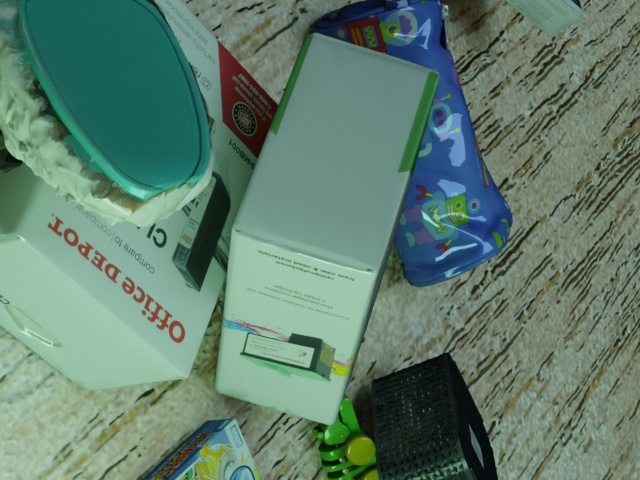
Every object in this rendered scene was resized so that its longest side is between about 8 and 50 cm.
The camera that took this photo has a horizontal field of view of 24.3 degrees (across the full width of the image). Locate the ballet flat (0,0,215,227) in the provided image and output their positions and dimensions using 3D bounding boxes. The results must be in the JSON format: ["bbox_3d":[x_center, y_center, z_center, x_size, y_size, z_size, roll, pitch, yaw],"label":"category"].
[{"bbox_3d":[-0.191,-0.150,1.034,0.147,0.147,0.408,12,44,-50],"label":"ballet flat"}]

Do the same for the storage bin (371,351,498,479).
[{"bbox_3d":[0.112,0.206,1.413,0.180,0.084,0.122,-92,158,-62],"label":"storage bin"}]

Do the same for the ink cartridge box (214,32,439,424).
[{"bbox_3d":[0.000,0.000,1.234,0.278,0.117,0.201,102,6,-58],"label":"ink cartridge box"}]

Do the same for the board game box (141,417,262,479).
[{"bbox_3d":[-0.083,0.271,1.256,0.136,0.035,0.201,-40,113,-48],"label":"board game box"}]

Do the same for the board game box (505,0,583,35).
[{"bbox_3d":[0.200,-0.401,1.690,0.193,0.053,0.305,28,44,-45],"label":"board game box"}]

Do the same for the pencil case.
[{"bbox_3d":[0.100,-0.109,1.502,0.119,0.133,0.306,-85,156,-76],"label":"pencil case"}]

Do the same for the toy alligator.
[{"bbox_3d":[0.018,0.188,1.395,0.051,0.056,0.189,-29,109,-9],"label":"toy alligator"}]

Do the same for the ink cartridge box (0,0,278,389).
[{"bbox_3d":[-0.160,-0.047,1.170,0.197,0.114,0.272,45,50,-36],"label":"ink cartridge box"}]
